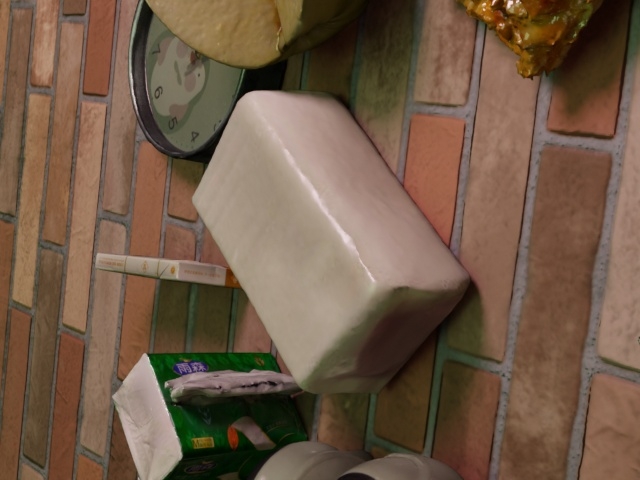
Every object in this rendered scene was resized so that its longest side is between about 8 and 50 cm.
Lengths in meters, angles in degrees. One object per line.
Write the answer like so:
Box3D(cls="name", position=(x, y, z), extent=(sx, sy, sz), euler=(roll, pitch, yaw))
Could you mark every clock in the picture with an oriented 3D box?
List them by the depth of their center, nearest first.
Box3D(cls="clock", position=(-0.168, -0.268, 1.626), extent=(0.319, 0.066, 0.318), euler=(-3, 86, 49))

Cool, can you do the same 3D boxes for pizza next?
Box3D(cls="pizza", position=(0.206, -0.274, 1.131), extent=(0.335, 0.086, 0.226), euler=(-5, 86, 60))

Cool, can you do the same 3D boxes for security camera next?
Box3D(cls="security camera", position=(0.050, 0.317, 1.259), extent=(0.277, 0.191, 0.197), euler=(-14, 77, 48))

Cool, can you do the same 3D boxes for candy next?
Box3D(cls="candy", position=(0.000, -0.002, 1.359), extent=(0.208, 0.145, 0.358), euler=(-57, 49, 32))

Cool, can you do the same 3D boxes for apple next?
Box3D(cls="apple", position=(-0.057, -0.351, 1.369), extent=(0.295, 0.233, 0.257), euler=(-25, 89, 35))

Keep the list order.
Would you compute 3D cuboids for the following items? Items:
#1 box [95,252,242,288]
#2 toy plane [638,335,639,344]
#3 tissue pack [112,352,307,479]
Box3D(cls="box", position=(-0.211, 0.042, 1.624), extent=(0.220, 0.122, 0.032), euler=(4, 85, 50))
Box3D(cls="toy plane", position=(0.321, 0.120, 1.069), extent=(0.078, 0.024, 0.084), euler=(37, 123, 43))
Box3D(cls="tissue pack", position=(-0.124, 0.212, 1.452), extent=(0.156, 0.209, 0.148), euler=(-49, 53, 34))
